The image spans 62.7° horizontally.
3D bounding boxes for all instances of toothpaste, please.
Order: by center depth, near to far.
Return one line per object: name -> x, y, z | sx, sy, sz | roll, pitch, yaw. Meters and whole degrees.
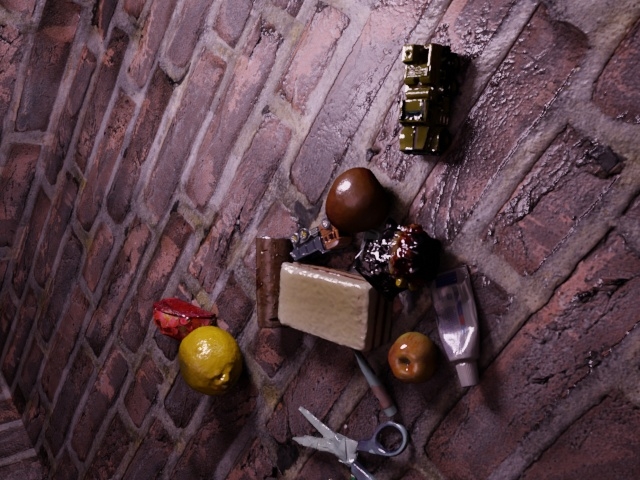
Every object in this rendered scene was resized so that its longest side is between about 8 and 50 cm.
toothpaste -> 0.326, 0.205, 1.251 | 0.099, 0.068, 0.282 | -10, 73, 9
toothpaste -> 0.138, 0.365, 1.377 | 0.036, 0.056, 0.205 | -30, 92, 8

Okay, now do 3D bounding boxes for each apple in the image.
apple -> 0.226, 0.290, 1.300 | 0.126, 0.102, 0.126 | 0, 90, 39

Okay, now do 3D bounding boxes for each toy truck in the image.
toy truck -> 0.245, -0.334, 1.256 | 0.127, 0.127, 0.257 | 9, 100, 37
toy truck -> 0.000, 0.000, 1.488 | 0.192, 0.083, 0.092 | -26, 75, 38

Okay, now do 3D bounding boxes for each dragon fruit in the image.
dragon fruit -> -0.488, 0.292, 1.864 | 0.261, 0.163, 0.189 | 9, 125, 38

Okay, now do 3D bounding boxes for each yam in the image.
yam -> -0.132, 0.122, 1.573 | 0.131, 0.131, 0.280 | 1, 94, 39

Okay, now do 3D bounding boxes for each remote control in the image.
remote control -> 0.130, 0.030, 1.424 | 0.053, 0.018, 0.124 | 22, 105, 35

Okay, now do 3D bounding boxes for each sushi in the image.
sushi -> 0.208, 0.040, 1.269 | 0.150, 0.153, 0.172 | 0, 52, 53

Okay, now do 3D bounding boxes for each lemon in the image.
lemon -> -0.358, 0.391, 1.714 | 0.260, 0.204, 0.204 | 45, 118, 42

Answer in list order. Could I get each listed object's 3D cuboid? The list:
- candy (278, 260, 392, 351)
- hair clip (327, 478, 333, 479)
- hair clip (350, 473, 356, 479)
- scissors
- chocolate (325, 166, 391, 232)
candy -> 0.032, 0.171, 1.435 | 0.320, 0.135, 0.179 | 13, 101, 38
hair clip -> 0.057, 0.783, 1.484 | 0.062, 0.056, 0.214 | -18, 78, 4
hair clip -> 0.097, 0.730, 1.456 | 0.049, 0.049, 0.173 | -5, 91, 39
scissors -> 0.064, 0.576, 1.469 | 0.383, 0.029, 0.256 | 14, 86, 43
chocolate -> 0.089, -0.097, 1.359 | 0.176, 0.176, 0.177 | 1, 92, 39
